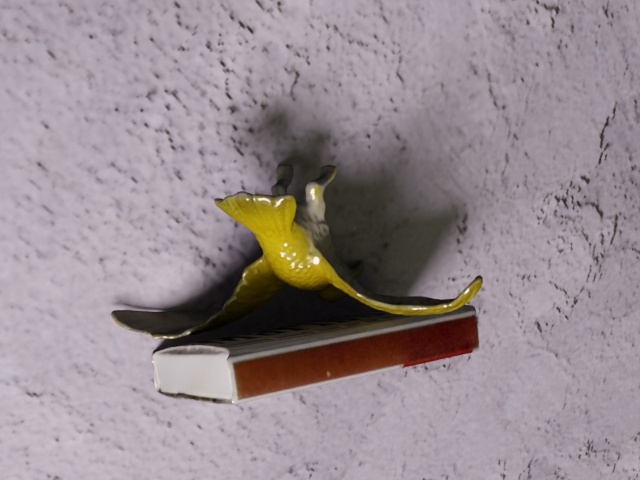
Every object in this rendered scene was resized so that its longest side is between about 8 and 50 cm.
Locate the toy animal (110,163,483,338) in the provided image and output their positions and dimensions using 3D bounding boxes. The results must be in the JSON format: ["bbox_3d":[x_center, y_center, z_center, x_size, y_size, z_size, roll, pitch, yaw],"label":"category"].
[{"bbox_3d":[0.000,0.000,0.606,0.155,0.219,0.095,-34,117,-64],"label":"toy animal"}]

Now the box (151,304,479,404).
[{"bbox_3d":[-0.003,0.069,0.619,0.178,0.115,0.035,-7,88,-32],"label":"box"}]
